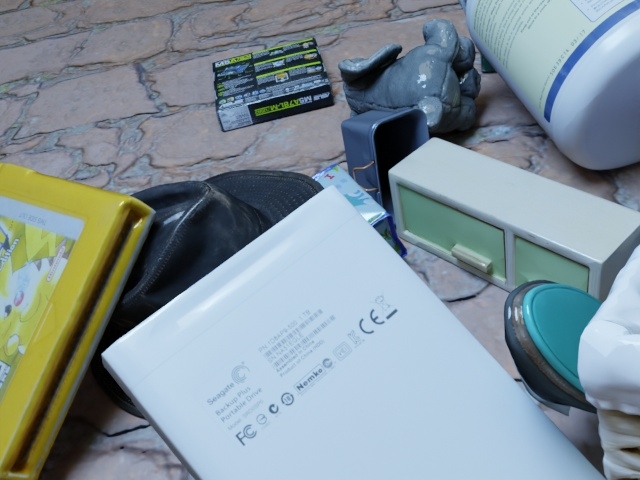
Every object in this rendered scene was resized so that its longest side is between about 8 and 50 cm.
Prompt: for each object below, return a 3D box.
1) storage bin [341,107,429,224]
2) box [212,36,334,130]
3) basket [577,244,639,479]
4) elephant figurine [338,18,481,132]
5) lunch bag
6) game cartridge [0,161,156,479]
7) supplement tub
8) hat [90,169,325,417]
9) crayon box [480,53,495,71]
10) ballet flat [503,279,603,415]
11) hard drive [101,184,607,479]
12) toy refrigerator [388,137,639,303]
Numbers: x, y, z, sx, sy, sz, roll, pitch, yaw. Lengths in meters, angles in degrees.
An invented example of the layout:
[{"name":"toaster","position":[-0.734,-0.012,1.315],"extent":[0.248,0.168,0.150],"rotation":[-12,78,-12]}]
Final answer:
[{"name":"storage bin","position":[0.073,-0.098,0.924],"extent":[0.098,0.135,0.091],"rotation":[-25,28,-26]},{"name":"box","position":[-0.084,-0.265,1.232],"extent":[0.190,0.045,0.184],"rotation":[-15,37,0]},{"name":"basket","position":[0.359,0.110,0.389],"extent":[0.331,0.266,0.328],"rotation":[3,24,39]},{"name":"elephant figurine","position":[0.096,-0.214,1.061],"extent":[0.239,0.186,0.169],"rotation":[1,84,33]},{"name":"lunch bag","position":[0.000,0.000,0.861],"extent":[0.151,0.096,0.129],"rotation":[-36,44,-4]},{"name":"game cartridge","position":[-0.342,0.061,0.783],"extent":[0.323,0.052,0.285],"rotation":[14,78,38]},{"name":"supplement tub","position":[0.330,-0.275,0.930],"extent":[0.235,0.235,0.325],"rotation":[-19,53,-7]},{"name":"hat","position":[-0.151,0.014,0.785],"extent":[0.331,0.134,0.331],"rotation":[-17,49,21]},{"name":"crayon box","position":[0.420,-0.358,1.170],"extent":[0.318,0.081,0.202],"rotation":[0,41,15]},{"name":"ballet flat","position":[0.221,0.100,0.591],"extent":[0.096,0.280,0.095],"rotation":[-32,52,47]},{"name":"hard drive","position":[0.042,0.151,0.550],"extent":[0.233,0.047,0.353],"rotation":[-37,79,-26]},{"name":"toy refrigerator","position":[0.202,-0.012,0.805],"extent":[0.094,0.102,0.269],"rotation":[-38,46,-27]}]
